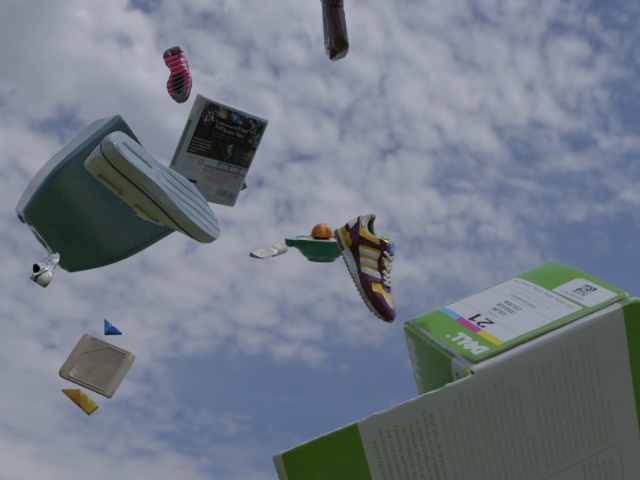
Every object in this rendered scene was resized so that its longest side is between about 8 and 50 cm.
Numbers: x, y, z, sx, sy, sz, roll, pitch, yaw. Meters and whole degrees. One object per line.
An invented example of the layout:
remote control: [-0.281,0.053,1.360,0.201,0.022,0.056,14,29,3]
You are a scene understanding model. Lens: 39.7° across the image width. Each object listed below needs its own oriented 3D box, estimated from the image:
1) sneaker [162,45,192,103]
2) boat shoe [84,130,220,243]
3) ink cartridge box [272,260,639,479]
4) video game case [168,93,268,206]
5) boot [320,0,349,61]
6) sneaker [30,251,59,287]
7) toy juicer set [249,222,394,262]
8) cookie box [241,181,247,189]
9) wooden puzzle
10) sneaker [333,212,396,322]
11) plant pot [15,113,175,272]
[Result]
sneaker: [-0.244,-0.284,1.561,0.047,0.119,0.057,-14,-30,7]
boat shoe: [-0.247,-0.068,1.312,0.076,0.083,0.226,-32,-63,24]
ink cartridge box: [0.094,0.148,0.596,0.255,0.097,0.188,-20,-70,-15]
video game case: [-0.179,-0.150,1.525,0.022,0.173,0.190,28,9,30]
boot: [0.025,-0.286,1.093,0.037,0.114,0.106,0,-13,-13]
sneaker: [-0.484,0.044,1.553,0.037,0.083,0.032,30,-58,-21]
toy juicer set: [0.000,0.000,2.088,0.329,0.089,0.209,2,6,-3]
cookie box: [-0.206,-0.163,1.904,0.040,0.092,0.107,-29,-61,-14]
wooden puzzle: [-0.278,0.157,1.101,0.079,0.116,0.014,30,-36,7]
sneaker: [0.092,0.043,1.450,0.084,0.185,0.069,-30,-17,11]
plant pot: [-0.449,-0.072,1.742,0.247,0.252,0.247,58,-18,-18]
